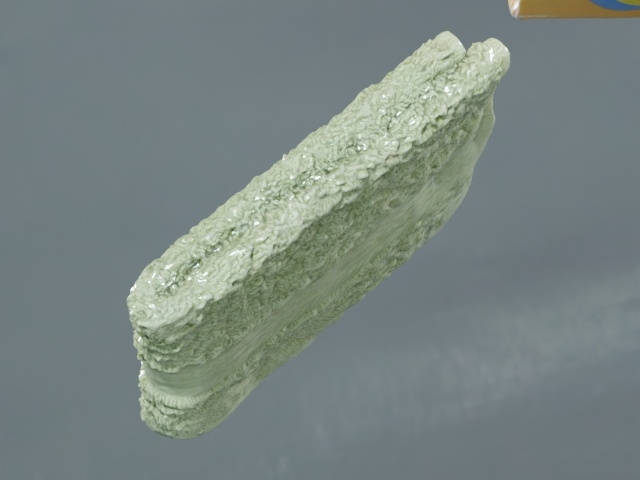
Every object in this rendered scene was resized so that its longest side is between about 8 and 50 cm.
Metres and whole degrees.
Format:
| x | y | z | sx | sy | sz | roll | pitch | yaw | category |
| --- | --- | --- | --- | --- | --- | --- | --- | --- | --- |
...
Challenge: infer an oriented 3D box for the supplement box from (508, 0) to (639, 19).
| x | y | z | sx | sy | sz | roll | pitch | yaw | category |
| --- | --- | --- | --- | --- | --- | --- | --- | --- | --- |
| 0.091 | -0.185 | 0.599 | 0.080 | 0.078 | 0.233 | 1 | 69 | 1 | supplement box |

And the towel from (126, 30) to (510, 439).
| x | y | z | sx | sy | sz | roll | pitch | yaw | category |
| --- | --- | --- | --- | --- | --- | --- | --- | --- | --- |
| 0.000 | 0.000 | 0.634 | 0.148 | 0.110 | 0.027 | -38 | 70 | -18 | towel |
